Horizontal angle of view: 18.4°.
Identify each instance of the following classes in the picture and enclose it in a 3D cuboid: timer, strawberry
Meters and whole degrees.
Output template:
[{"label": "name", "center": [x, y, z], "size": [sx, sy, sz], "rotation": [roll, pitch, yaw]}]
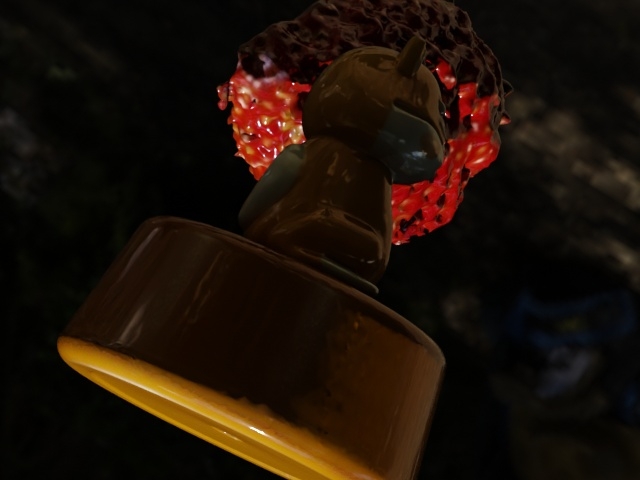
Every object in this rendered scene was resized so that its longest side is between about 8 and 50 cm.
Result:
[{"label": "timer", "center": [0.000, 0.000, 0.683], "size": [0.132, 0.152, 0.132], "rotation": [25, 170, 5]}, {"label": "strawberry", "center": [0.038, -0.083, 1.171], "size": [0.098, 0.174, 0.228], "rotation": [34, 177, 26]}]
